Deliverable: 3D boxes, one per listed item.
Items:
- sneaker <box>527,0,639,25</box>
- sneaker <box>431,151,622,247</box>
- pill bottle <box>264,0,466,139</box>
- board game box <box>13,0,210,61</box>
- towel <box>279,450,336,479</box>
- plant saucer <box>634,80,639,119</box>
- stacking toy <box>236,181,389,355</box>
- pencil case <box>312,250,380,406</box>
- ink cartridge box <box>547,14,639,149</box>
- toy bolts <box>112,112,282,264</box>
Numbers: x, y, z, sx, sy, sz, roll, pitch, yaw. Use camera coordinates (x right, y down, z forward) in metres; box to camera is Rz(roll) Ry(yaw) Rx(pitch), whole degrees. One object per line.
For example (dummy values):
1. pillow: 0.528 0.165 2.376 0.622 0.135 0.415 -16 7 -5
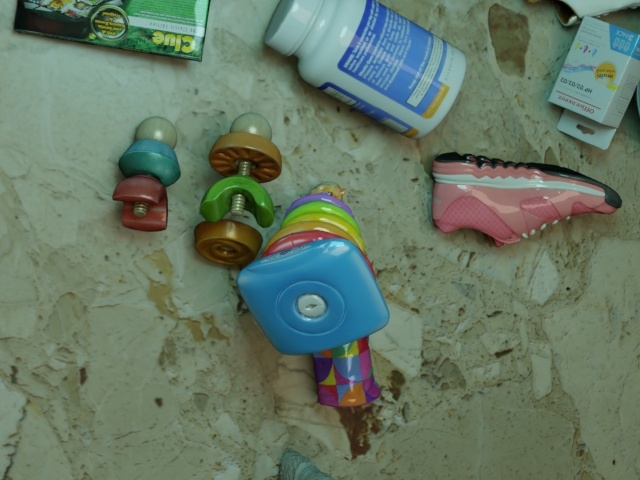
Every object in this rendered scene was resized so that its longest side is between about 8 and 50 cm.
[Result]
1. sneaker: 0.443 -0.397 1.716 0.290 0.106 0.123 8 123 -24
2. sneaker: 0.316 -0.054 1.698 0.313 0.116 0.136 7 103 -11
3. pill bottle: 0.062 -0.271 1.566 0.272 0.152 0.152 27 86 -17
4. board game box: -0.283 -0.334 1.491 0.259 0.030 0.136 9 90 -4
5. towel: -0.021 0.465 1.584 0.049 0.187 0.282 -1 94 -21
6. plant saucer: 0.630 -0.284 1.757 0.317 0.043 0.318 -9 112 -23
7. stacking toy: 0.000 0.000 1.514 0.175 0.302 0.166 -18 122 18
8. pencil case: 0.031 0.130 1.618 0.104 0.104 0.237 -7 97 -16
9. ink cartridge box: 0.429 -0.244 1.679 0.061 0.104 0.181 6 110 -49
10. toy bolts: -0.170 -0.086 1.532 0.228 0.218 0.159 7 63 -1
